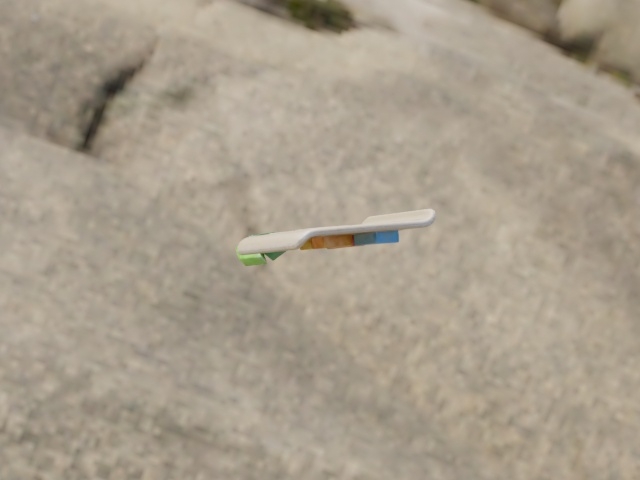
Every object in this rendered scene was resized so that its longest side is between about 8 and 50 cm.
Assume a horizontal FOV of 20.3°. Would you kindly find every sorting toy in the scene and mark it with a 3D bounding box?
[{"bbox_3d":[0.000,0.000,0.704,0.062,0.012,0.083,-10,1,-28],"label":"sorting toy"}]
